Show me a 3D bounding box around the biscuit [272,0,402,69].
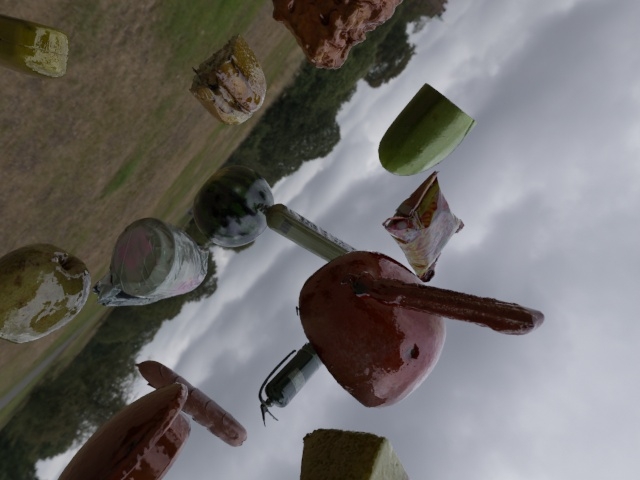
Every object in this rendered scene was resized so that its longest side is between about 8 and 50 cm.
[{"bbox_3d":[0.024,-0.580,0.932,0.312,0.318,0.110,-34,174,32],"label":"biscuit"}]

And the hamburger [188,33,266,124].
[{"bbox_3d":[-0.201,-0.341,0.963,0.144,0.156,0.283,-24,-144,13],"label":"hamburger"}]

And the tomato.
[{"bbox_3d":[0.132,0.145,0.881,0.143,0.338,0.338,-49,-169,46],"label":"tomato"}]

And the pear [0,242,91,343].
[{"bbox_3d":[-0.607,0.105,0.927,0.211,0.188,0.228,-32,-165,4],"label":"pear"}]

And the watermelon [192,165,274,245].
[{"bbox_3d":[-0.274,-0.108,1.386,0.269,0.269,0.269,-46,-165,16],"label":"watermelon"}]

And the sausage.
[{"bbox_3d":[-0.406,0.514,1.374,0.088,0.433,0.088,-50,-174,7],"label":"sausage"}]

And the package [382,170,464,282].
[{"bbox_3d":[0.289,-0.043,1.190,0.223,0.288,0.108,-48,-135,-9],"label":"package"}]

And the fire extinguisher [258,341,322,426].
[{"bbox_3d":[-0.103,0.446,1.360,0.294,0.118,0.093,-39,180,-42],"label":"fire extinguisher"}]

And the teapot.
[{"bbox_3d":[-0.347,0.073,0.935,0.221,0.163,0.178,-61,155,-2],"label":"teapot"}]

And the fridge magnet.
[{"bbox_3d":[-0.423,0.463,0.932,0.364,0.155,0.363,-41,-172,7],"label":"fridge magnet"}]

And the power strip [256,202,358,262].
[{"bbox_3d":[0.000,0.000,1.169,0.066,0.388,0.092,-57,-167,16],"label":"power strip"}]

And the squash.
[{"bbox_3d":[0.356,-0.366,1.538,0.309,0.233,0.210,-52,164,22],"label":"squash"}]

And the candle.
[{"bbox_3d":[0.166,0.094,0.670,0.329,0.048,0.051,8,-133,43],"label":"candle"}]

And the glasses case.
[{"bbox_3d":[-0.830,-0.535,1.183,0.173,0.371,0.141,-19,128,-60],"label":"glasses case"}]

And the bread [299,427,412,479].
[{"bbox_3d":[0.021,0.557,0.770,0.245,0.233,0.362,-18,-164,39],"label":"bread"}]
